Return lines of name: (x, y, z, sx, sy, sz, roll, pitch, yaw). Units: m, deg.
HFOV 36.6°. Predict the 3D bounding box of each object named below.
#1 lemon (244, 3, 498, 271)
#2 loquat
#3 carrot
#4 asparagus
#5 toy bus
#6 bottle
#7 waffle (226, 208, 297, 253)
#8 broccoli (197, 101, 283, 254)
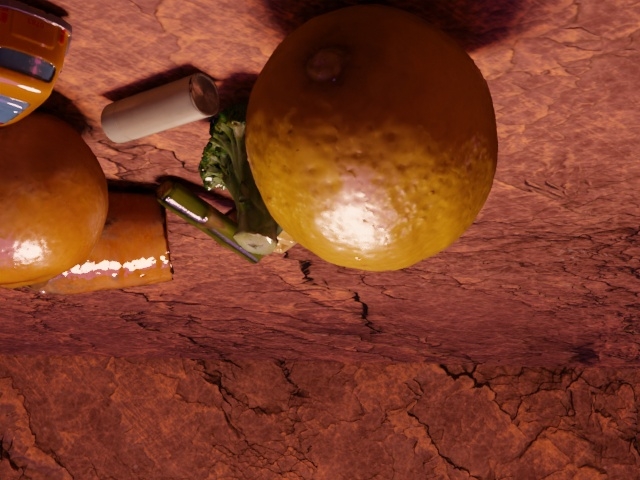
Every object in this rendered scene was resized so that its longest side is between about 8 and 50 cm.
lemon: (0.063, -0.153, 1.294, 0.364, 0.364, 0.364, 1, 162, 0)
loquat: (-0.519, -0.071, 1.628, 0.328, 0.328, 0.328, 1, 162, 0)
carrot: (-0.477, -0.004, 1.983, 0.340, 0.224, 0.224, -4, 163, -8)
asparagus: (-0.223, -0.039, 2.000, 0.067, 0.060, 0.277, -12, 142, 42)
toy bus: (-0.449, -0.241, 1.371, 0.126, 0.136, 0.209, 16, 158, -37)
bottle: (-0.259, -0.211, 1.555, 0.201, 0.072, 0.072, -11, 158, 34)
waffle: (-0.103, -0.039, 2.093, 0.168, 0.057, 0.274, 11, 160, -26)
broccoli: (-0.074, -0.095, 1.586, 0.269, 0.269, 0.254, 5, 147, -10)
